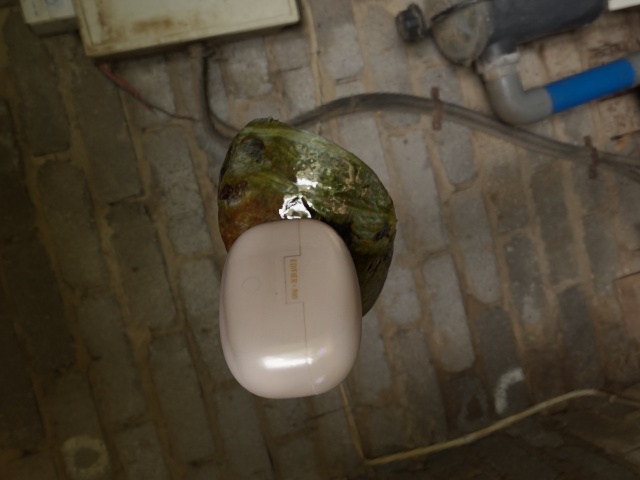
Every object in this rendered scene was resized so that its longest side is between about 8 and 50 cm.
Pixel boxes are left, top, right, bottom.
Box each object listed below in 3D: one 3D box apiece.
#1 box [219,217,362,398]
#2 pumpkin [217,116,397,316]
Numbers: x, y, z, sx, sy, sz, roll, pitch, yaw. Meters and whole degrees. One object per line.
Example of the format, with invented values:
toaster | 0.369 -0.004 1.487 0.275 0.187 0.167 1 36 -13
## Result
box | -0.031 0.065 0.738 0.088 0.146 0.200 81 -177 -53
pumpkin | 0.000 0.000 0.898 0.312 0.148 0.169 44 142 -21
